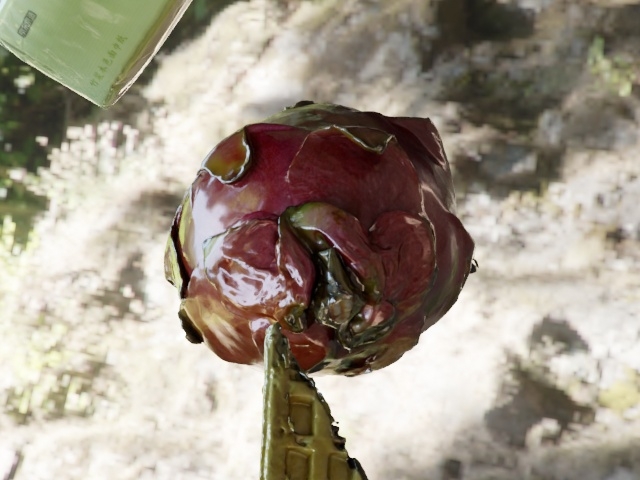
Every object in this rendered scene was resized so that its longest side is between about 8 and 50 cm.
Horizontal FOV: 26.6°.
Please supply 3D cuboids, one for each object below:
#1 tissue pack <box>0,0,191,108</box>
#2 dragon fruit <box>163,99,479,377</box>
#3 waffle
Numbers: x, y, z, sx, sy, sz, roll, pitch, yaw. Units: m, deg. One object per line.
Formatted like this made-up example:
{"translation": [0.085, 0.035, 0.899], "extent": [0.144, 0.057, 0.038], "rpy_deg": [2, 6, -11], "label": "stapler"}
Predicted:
{"translation": [-0.134, -0.231, 1.000], "extent": [0.234, 0.125, 0.159], "rpy_deg": [-44, 15, 50], "label": "tissue pack"}
{"translation": [0.001, 0.000, 1.079], "extent": [0.315, 0.250, 0.250], "rpy_deg": [-4, -80, -66], "label": "dragon fruit"}
{"translation": [0.014, 0.114, 0.646], "extent": [0.023, 0.097, 0.152], "rpy_deg": [112, 163, -57], "label": "waffle"}
